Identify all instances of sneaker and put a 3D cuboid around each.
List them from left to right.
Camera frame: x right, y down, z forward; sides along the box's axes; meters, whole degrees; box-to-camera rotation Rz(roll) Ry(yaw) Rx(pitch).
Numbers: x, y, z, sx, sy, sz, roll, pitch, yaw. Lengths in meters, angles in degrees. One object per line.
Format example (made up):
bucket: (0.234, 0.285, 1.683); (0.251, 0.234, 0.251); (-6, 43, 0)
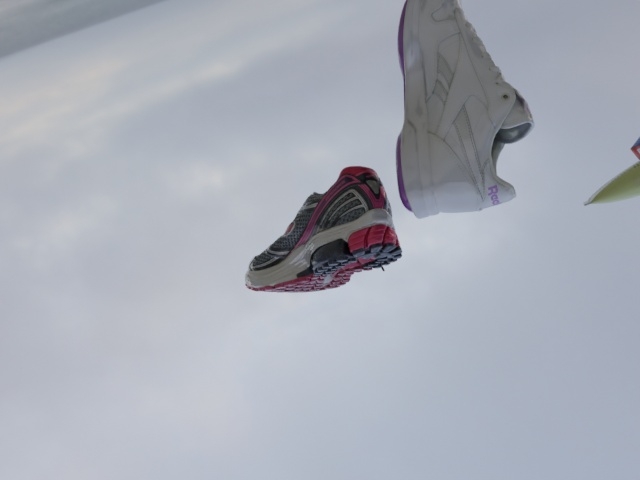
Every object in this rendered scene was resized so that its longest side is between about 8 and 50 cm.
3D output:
sneaker: (0.000, 0.000, 1.163); (0.121, 0.112, 0.299); (1, 164, -34)
sneaker: (0.164, -0.174, 1.028); (0.152, 0.305, 0.114); (-2, 171, 16)

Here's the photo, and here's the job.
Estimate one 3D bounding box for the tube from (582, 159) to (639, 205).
tube: (0.403, -0.089, 1.002); (0.240, 0.070, 0.062); (-25, -134, 14)

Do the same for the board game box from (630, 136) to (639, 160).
board game box: (0.553, -0.223, 1.260); (0.281, 0.027, 0.145); (-47, -168, -25)
